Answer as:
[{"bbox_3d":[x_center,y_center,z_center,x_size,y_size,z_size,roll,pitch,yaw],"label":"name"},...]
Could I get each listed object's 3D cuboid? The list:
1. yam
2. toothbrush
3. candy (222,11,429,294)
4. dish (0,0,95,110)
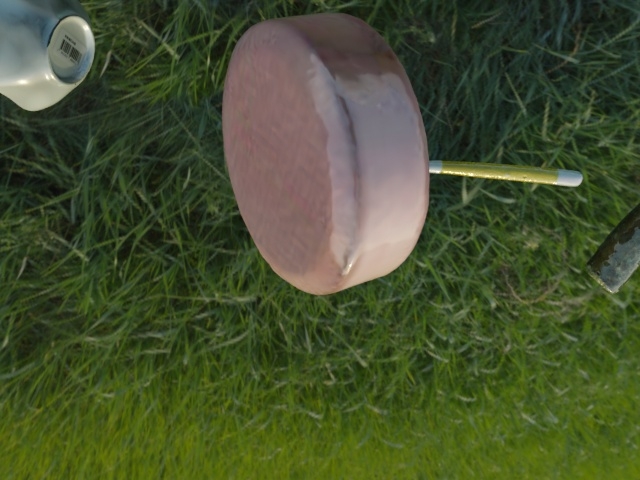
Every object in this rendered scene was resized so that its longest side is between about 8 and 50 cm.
[{"bbox_3d":[0.442,-0.049,0.802,0.061,0.061,0.274,23,116,-18],"label":"yam"},{"bbox_3d":[0.161,-0.084,0.734,0.288,0.024,0.021,4,129,-2],"label":"toothbrush"},{"bbox_3d":[-0.006,-0.069,0.570,0.094,0.255,0.256,-16,118,-27],"label":"candy"},{"bbox_3d":[-0.355,-0.261,0.846,0.066,0.190,0.191,18,113,14],"label":"dish"}]
